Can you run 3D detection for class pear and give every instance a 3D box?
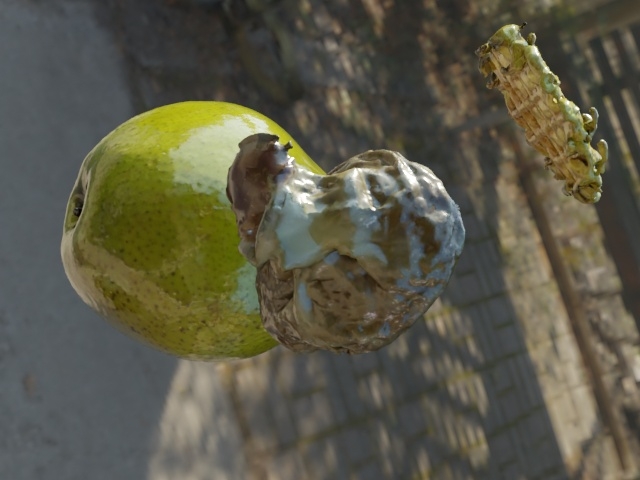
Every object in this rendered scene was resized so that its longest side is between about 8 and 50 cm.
[{"bbox_3d":[-0.121,-0.009,1.523,0.294,0.294,0.294,47,32,-42],"label":"pear"}]

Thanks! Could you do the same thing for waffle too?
[{"bbox_3d":[0.277,-0.168,1.898,0.262,0.060,0.280,52,-4,47],"label":"waffle"}]

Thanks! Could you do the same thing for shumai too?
[{"bbox_3d":[0.000,0.000,1.211,0.153,0.209,0.161,30,51,-44],"label":"shumai"}]
